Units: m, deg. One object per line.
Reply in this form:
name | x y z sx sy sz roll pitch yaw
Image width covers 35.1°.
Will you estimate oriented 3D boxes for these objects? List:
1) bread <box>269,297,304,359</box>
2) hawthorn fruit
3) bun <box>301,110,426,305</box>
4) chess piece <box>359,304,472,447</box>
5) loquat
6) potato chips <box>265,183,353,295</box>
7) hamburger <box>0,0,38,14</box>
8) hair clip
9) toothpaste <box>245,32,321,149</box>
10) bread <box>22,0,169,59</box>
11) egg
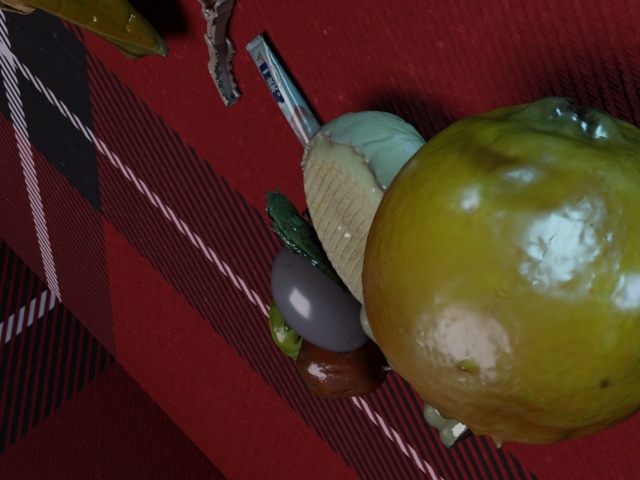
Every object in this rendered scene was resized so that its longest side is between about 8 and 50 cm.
bread | -0.038 0.142 1.740 0.071 0.130 0.139 -14 129 14
hawthorn fruit | 0.044 0.202 1.642 0.189 0.149 0.149 37 152 35
bun | 0.092 -0.033 1.254 0.287 0.146 0.287 49 153 36
chess piece | 0.154 0.164 1.449 0.243 0.133 0.133 49 155 17
loquat | 0.200 0.027 0.954 0.328 0.328 0.328 38 152 25
potato chips | 0.003 -0.003 1.418 0.220 0.029 0.202 16 -140 -57
hamburger | -0.535 -0.497 1.662 0.286 0.146 0.243 43 161 2
hair clip | -0.147 -0.279 1.441 0.072 0.034 0.226 43 155 23
toothpaste | -0.039 -0.187 1.390 0.205 0.036 0.056 58 153 -7
bread | -0.360 -0.433 1.474 0.361 0.245 0.233 22 -170 -27
egg | 0.007 0.082 1.540 0.146 0.146 0.199 0 127 58
